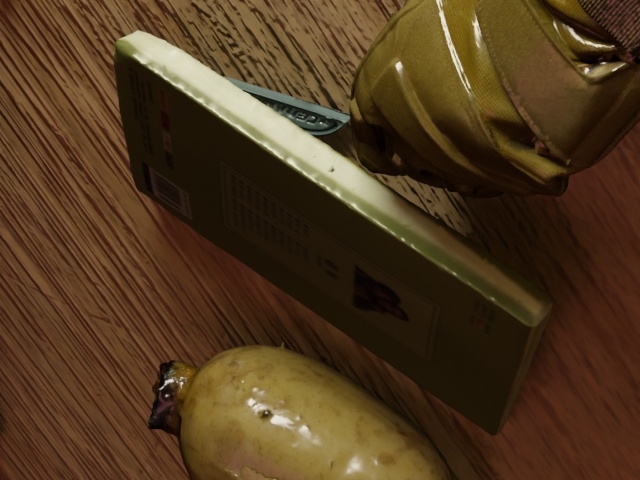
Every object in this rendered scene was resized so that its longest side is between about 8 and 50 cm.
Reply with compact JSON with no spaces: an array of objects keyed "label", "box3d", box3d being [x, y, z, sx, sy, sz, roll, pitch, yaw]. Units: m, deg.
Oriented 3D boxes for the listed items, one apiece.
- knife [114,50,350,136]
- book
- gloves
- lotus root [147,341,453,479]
[{"label":"knife","box3d":[-0.068,-0.110,1.279,0.210,0.015,0.028,21,130,25]},{"label":"book","box3d":[0.000,0.000,1.255,0.352,0.035,0.239,34,158,13]},{"label":"gloves","box3d":[0.113,-0.101,1.032,0.154,0.141,0.331,46,141,-4]},{"label":"lotus root","box3d":[-0.013,0.180,1.392,0.284,0.146,0.160,27,119,10]}]
